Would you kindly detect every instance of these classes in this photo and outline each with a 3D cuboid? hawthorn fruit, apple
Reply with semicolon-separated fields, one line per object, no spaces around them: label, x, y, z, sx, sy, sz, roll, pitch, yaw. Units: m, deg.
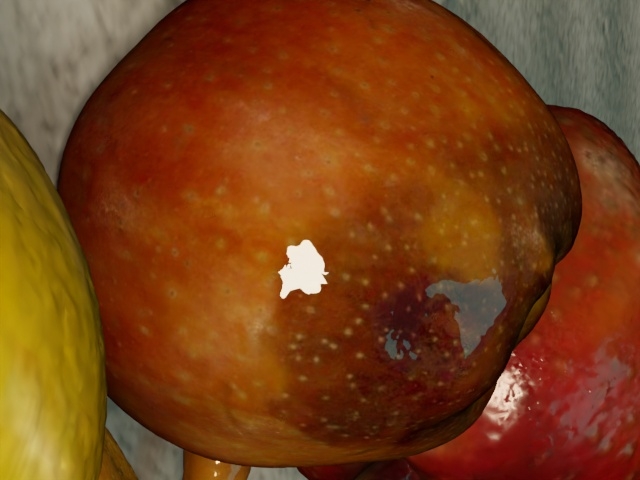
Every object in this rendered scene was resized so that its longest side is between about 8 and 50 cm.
hawthorn fruit;0.075;0.065;1.039;0.300;0.254;0.254;-33;138;-43
apple;0.000;0.000;0.815;0.230;0.230;0.230;-52;151;-43

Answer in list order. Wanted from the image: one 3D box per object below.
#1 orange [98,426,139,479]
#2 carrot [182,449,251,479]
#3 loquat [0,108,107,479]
orange;-0.127;0.121;0.696;0.134;0.154;0.154;-29;157;5
carrot;-0.032;0.032;0.970;0.066;0.062;0.271;29;85;-42
loquat;-0.149;0.021;0.469;0.246;0.213;0.213;-64;159;-12
